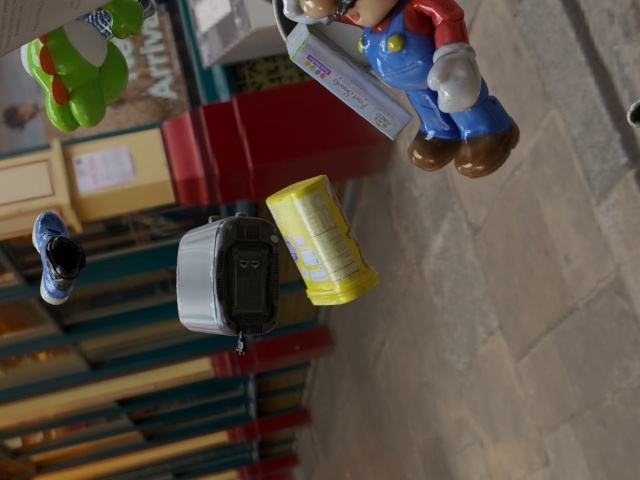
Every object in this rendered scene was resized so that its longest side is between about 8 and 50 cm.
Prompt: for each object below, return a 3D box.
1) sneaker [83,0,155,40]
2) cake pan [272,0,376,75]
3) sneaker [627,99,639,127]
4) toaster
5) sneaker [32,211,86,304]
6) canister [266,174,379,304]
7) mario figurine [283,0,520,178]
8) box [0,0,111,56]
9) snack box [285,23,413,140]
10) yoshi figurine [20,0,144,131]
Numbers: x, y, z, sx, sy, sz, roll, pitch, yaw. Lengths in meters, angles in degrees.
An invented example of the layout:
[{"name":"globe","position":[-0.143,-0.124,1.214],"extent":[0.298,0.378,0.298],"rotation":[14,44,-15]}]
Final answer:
[{"name":"sneaker","position":[-0.318,-0.342,1.454],"extent":[0.052,0.135,0.058],"rotation":[66,-168,16]},{"name":"cake pan","position":[0.056,-0.445,1.679],"extent":[0.054,0.293,0.293],"rotation":[-40,-57,-64]},{"name":"sneaker","position":[0.636,-0.263,1.644],"extent":[0.410,0.182,0.158],"rotation":[-45,-59,-73]},{"name":"toaster","position":[-0.152,0.070,1.494],"extent":[0.146,0.129,0.227],"rotation":[-5,84,50]},{"name":"sneaker","position":[-0.371,0.006,1.306],"extent":[0.084,0.058,0.152],"rotation":[-48,43,41]},{"name":"canister","position":[0.000,0.000,1.294],"extent":[0.126,0.073,0.170],"rotation":[-9,108,62]},{"name":"mario figurine","position":[0.055,-0.192,0.886],"extent":[0.320,0.198,0.170],"rotation":[56,-143,-23]},{"name":"box","position":[-0.240,-0.298,0.771],"extent":[0.168,0.345,0.215],"rotation":[55,154,-1]},{"name":"snack box","position":[0.029,-0.174,0.980],"extent":[0.141,0.037,0.100],"rotation":[36,-164,-18]},{"name":"yoshi figurine","position":[-0.366,-0.337,1.323],"extent":[0.203,0.203,0.362],"rotation":[-4,97,47]}]
